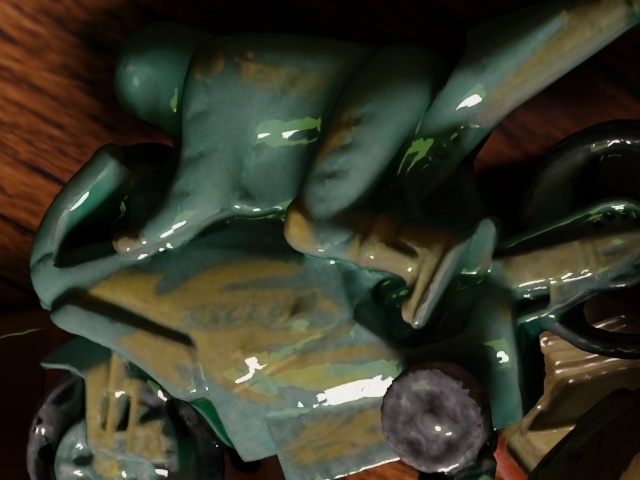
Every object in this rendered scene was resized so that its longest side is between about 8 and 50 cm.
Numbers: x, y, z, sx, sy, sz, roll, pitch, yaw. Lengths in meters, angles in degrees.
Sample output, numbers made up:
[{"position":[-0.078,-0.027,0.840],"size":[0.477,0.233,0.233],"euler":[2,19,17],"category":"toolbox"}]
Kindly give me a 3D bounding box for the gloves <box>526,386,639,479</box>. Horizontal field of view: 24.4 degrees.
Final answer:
[{"position":[0.143,0.129,0.567],"size":[0.141,0.154,0.331],"euler":[8,153,26],"category":"gloves"}]

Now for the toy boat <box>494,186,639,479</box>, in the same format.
[{"position":[0.173,0.115,0.722],"size":[0.136,0.079,0.392],"euler":[-15,136,29],"category":"toy boat"}]

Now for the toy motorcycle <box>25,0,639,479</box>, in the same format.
[{"position":[0.002,-0.001,0.555],"size":[0.296,0.198,0.109],"euler":[-19,179,19],"category":"toy motorcycle"}]

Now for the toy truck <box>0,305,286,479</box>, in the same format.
[{"position":[-0.136,0.169,0.755],"size":[0.288,0.204,0.212],"euler":[-7,134,1],"category":"toy truck"}]
